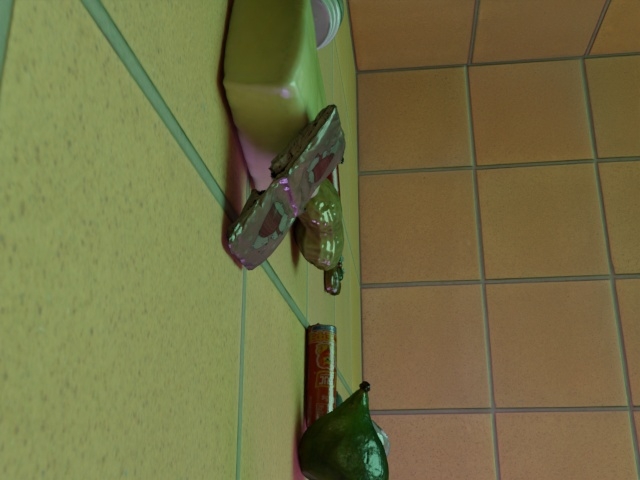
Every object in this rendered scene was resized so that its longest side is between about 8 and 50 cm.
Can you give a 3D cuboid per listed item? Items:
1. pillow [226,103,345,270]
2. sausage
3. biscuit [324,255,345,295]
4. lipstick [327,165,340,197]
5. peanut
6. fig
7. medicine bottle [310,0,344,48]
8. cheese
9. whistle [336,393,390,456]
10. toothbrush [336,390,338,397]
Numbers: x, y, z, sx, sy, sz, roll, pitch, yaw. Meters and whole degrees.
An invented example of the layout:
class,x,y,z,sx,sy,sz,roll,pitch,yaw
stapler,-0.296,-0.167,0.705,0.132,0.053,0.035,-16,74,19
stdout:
class,x,y,z,sx,sy,sz,roll,pitch,yaw
pillow,-0.047,-0.074,1.004,0.248,0.049,0.135,-52,157,-9
sausage,0.001,0.330,1.631,0.074,0.074,0.274,73,17,-65
biscuit,0.047,0.076,2.239,0.301,0.049,0.196,42,48,-82
lipstick,0.023,-0.132,1.993,0.073,0.073,0.279,-46,133,-81
peanut,-0.006,-0.053,1.547,0.196,0.110,0.233,-83,171,-54
fig,0.068,0.422,1.500,0.203,0.203,0.235,74,37,-64
medicine bottle,-0.025,-0.442,1.383,0.237,0.139,0.139,-80,166,-67
cheese,-0.060,-0.232,1.090,0.265,0.124,0.242,79,8,-57
whistle,0.078,0.552,2.013,0.348,0.189,0.189,-139,-137,-68
toothbrush,0.021,0.472,1.941,0.297,0.030,0.030,-55,132,-78
